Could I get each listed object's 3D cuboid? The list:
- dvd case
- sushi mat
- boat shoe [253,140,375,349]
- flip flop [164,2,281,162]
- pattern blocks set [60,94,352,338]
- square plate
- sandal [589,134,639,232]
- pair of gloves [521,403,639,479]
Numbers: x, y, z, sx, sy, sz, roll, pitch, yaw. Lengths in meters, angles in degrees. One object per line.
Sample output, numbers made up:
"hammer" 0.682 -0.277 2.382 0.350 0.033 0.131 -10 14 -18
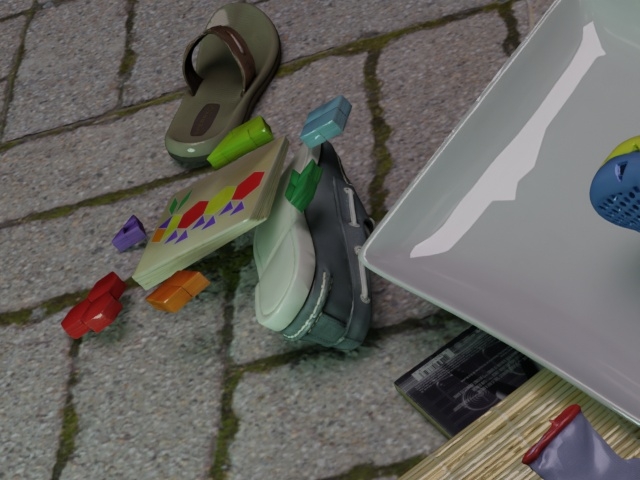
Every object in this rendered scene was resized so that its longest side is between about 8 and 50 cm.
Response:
"dvd case" 0.187 0.132 1.225 0.164 0.018 0.221 -34 39 -13
"sushi mat" 0.120 0.212 1.142 0.316 0.019 0.151 -36 41 -9
"boat shoe" 0.000 0.000 1.438 0.116 0.099 0.319 -56 16 27
"flip flop" -0.124 -0.202 1.726 0.112 0.080 0.277 -4 42 23
"pattern blocks set" -0.110 -0.026 1.470 0.325 0.026 0.285 -21 32 42
"square plate" 0.257 -0.039 1.227 0.347 0.049 0.344 31 77 38
"sandal" 0.325 0.017 1.051 0.317 0.126 0.138 24 83 40
"pair of gloves" 0.143 0.201 0.834 0.198 0.023 0.159 -41 75 -13
